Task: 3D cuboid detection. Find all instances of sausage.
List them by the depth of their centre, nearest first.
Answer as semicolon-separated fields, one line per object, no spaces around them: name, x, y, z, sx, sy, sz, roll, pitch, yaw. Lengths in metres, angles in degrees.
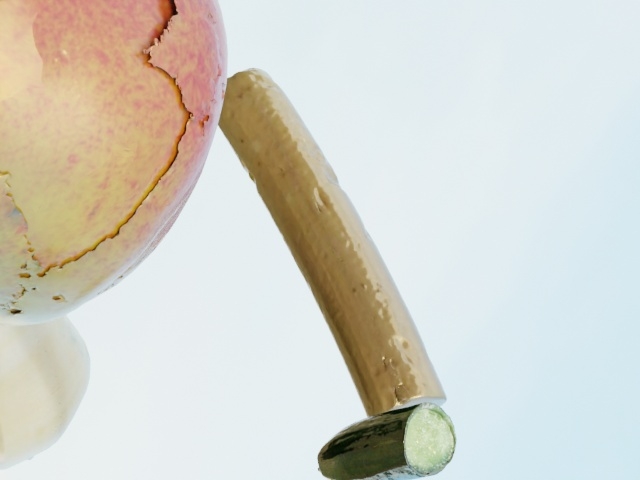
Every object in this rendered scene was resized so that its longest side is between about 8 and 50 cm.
sausage;0.002;0.000;1.432;0.301;0.065;0.066;63;-38;21

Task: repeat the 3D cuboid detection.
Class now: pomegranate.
pomegranate;-0.142;-0.055;0.800;0.235;0.210;0.210;-68;-165;-18

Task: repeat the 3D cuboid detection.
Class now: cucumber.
cucumber;0.039;0.137;1.287;0.105;0.048;0.048;-21;-130;46

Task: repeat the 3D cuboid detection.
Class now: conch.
conch;-0.257;0.052;1.446;0.127;0.158;0.255;-75;155;-69
